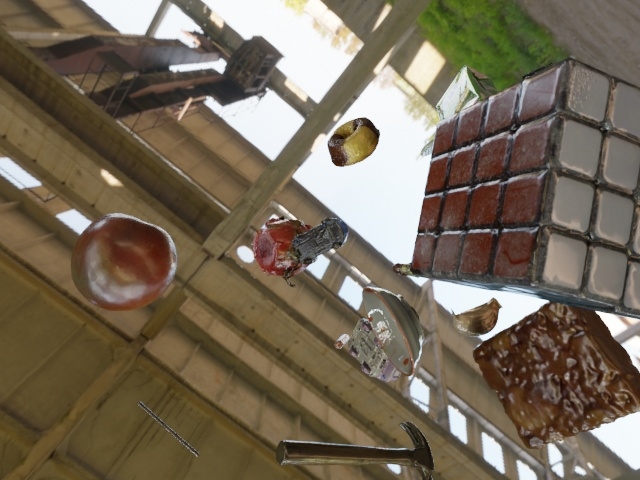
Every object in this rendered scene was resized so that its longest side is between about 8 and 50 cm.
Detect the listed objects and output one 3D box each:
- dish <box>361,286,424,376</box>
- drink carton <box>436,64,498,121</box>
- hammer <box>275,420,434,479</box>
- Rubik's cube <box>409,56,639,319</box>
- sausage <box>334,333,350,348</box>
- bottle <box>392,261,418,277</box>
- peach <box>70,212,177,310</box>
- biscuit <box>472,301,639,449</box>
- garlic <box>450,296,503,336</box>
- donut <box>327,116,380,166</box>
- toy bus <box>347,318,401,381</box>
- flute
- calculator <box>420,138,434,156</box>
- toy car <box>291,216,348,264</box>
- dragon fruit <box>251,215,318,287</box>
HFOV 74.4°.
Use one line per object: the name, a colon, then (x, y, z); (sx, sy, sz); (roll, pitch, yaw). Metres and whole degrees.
dish: (0.211, 0.229, 1.142); (0.260, 0.085, 0.260); (157, 90, -78)
drink carton: (0.435, -0.377, 1.234); (0.108, 0.161, 0.271); (23, -140, -11)
hammer: (0.098, 0.502, 0.981); (0.440, 0.044, 0.168); (18, -132, -30)
Rubik's cube: (0.411, -0.060, 0.762); (0.337, 0.343, 0.344); (13, 178, -16)
sausage: (0.080, 0.370, 1.548); (0.035, 0.030, 0.147); (58, -169, 11)
bottle: (0.304, 0.103, 1.491); (0.101, 0.047, 0.063); (8, -168, 29)
peach: (-0.485, 0.055, 1.042); (0.252, 0.252, 0.252); (34, -153, -20)
biscuit: (0.680, 0.376, 1.226); (0.166, 0.395, 0.342); (-9, -120, -35)
garlic: (0.523, 0.268, 1.455); (0.198, 0.128, 0.090); (-6, -155, -14)
donut: (0.094, -0.297, 1.251); (0.073, 0.166, 0.184); (57, -134, -31)
toy bus: (0.199, 0.375, 1.464); (0.142, 0.141, 0.202); (16, -165, -28)
flute: (-0.494, 0.616, 1.374); (0.269, 0.014, 0.014); (46, -155, -8)
calculator: (0.422, -0.348, 1.495); (0.021, 0.153, 0.095); (57, -175, 18)
toy car: (0.000, 0.000, 1.350); (0.063, 0.216, 0.103); (-14, -103, -60)
dragon fruit: (-0.121, 0.031, 1.767); (0.291, 0.250, 0.269); (-4, -162, -45)
